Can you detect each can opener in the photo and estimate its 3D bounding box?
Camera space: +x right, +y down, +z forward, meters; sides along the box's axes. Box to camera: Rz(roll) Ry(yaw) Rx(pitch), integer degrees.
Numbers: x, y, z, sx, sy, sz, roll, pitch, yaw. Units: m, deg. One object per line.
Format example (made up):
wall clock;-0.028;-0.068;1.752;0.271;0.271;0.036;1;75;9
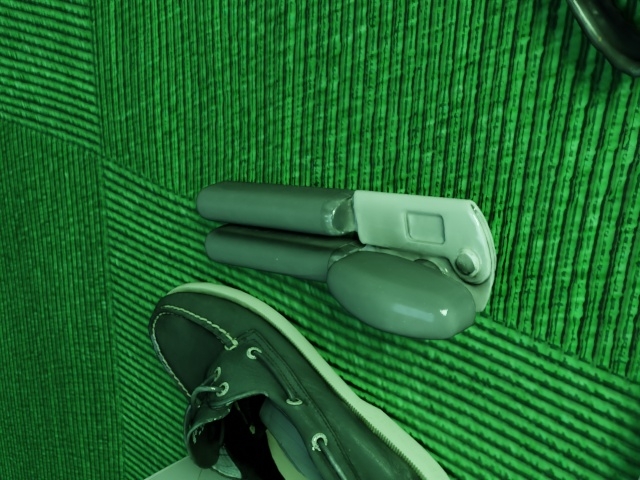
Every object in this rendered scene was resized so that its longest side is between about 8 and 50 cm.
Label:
can opener;0.000;0.000;0.589;0.280;0.093;0.074;11;114;47

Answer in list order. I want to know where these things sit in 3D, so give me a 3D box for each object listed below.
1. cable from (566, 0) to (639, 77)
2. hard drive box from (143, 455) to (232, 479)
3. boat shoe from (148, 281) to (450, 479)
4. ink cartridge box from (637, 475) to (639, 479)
cable;0.127;-0.191;0.427;0.287;0.072;0.139;49;152;36
hard drive box;-0.139;0.347;0.858;0.181;0.089;0.232;54;135;16
boat shoe;-0.052;0.151;0.675;0.340;0.113;0.127;39;130;28
ink cartridge box;0.275;0.119;0.385;0.223;0.045;0.224;29;124;34
